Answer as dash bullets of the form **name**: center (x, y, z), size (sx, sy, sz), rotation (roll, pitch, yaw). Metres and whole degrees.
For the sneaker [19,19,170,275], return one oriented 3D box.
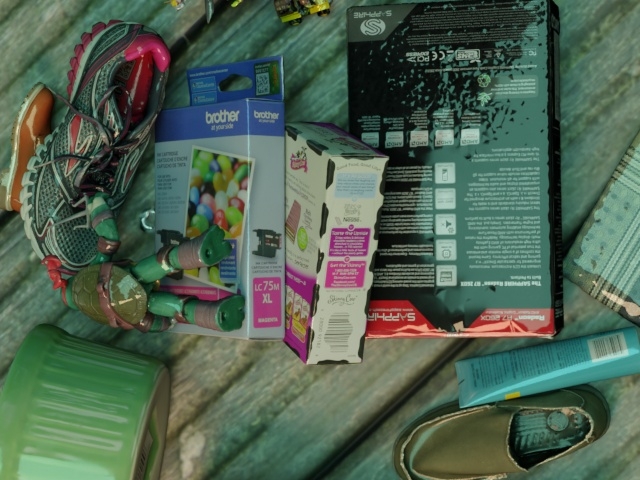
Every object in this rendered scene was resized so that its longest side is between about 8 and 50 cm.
- **sneaker**: center (-0.255, -0.105, 1.678), size (0.120, 0.112, 0.299), rotation (12, 95, -34)

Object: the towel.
- **towel**: center (0.470, -0.020, 1.621), size (0.312, 0.056, 0.324), rotation (33, 98, 11)

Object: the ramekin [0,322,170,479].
- **ramekin**: center (-0.262, 0.252, 1.617), size (0.148, 0.303, 0.304), rotation (10, 92, 2)

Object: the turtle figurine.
- **turtle figurine**: center (-0.200, 0.045, 1.592), size (0.234, 0.118, 0.175), rotation (0, 130, 31)

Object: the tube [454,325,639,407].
- **tube**: center (0.253, 0.140, 1.643), size (0.207, 0.080, 0.052), rotation (-11, 117, 7)

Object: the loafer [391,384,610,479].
- **loafer**: center (0.197, 0.216, 1.640), size (0.251, 0.087, 0.094), rotation (-19, 87, 9)

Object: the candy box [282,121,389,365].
- **candy box**: center (0.000, 0.000, 1.608), size (0.071, 0.159, 0.234), rotation (-1, 108, -23)

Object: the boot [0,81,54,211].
- **boot**: center (-0.324, -0.105, 1.743), size (0.084, 0.059, 0.158), rotation (14, 101, 6)

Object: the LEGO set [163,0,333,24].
- **LEGO set**: center (-0.059, -0.410, 1.613), size (0.254, 0.192, 0.331), rotation (-6, 92, 17)

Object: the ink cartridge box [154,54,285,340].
- **ink cartridge box**: center (-0.115, -0.048, 1.655), size (0.185, 0.065, 0.311), rotation (0, 88, 50)

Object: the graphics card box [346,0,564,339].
- **graphics card box**: center (0.149, -0.078, 1.634), size (0.232, 0.094, 0.371), rotation (-2, 91, 17)
